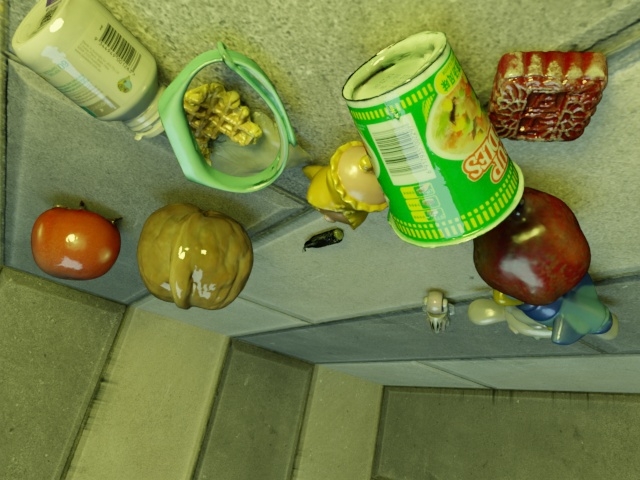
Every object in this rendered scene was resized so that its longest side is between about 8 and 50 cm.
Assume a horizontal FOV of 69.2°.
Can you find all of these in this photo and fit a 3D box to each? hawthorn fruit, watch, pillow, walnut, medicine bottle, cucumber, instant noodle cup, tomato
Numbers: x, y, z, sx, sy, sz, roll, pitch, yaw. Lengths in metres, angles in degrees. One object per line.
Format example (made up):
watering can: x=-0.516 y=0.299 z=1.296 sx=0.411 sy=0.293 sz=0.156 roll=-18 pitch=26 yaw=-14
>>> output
hawthorn fruit: x=0.378 y=-0.006 z=0.846 sx=0.208 sy=0.208 sz=0.248 roll=-1 pitch=142 yaw=29
watch: x=-0.145 y=-0.182 z=0.732 sx=0.195 sy=0.068 sz=0.237 roll=-17 pitch=127 yaw=-2
pillow: x=-0.143 y=-0.170 z=0.908 sx=0.230 sy=0.050 sz=0.148 roll=-10 pitch=147 yaw=41
walnut: x=-0.323 y=0.047 z=1.204 sx=0.296 sy=0.285 sz=0.285 roll=10 pitch=157 yaw=-6
medicine bottle: x=-0.321 y=-0.254 z=0.699 sx=0.135 sy=0.135 sz=0.215 roll=-2 pitch=152 yaw=30
cucumber: x=0.000 y=0.000 z=1.247 sx=0.039 sy=0.043 sz=0.163 roll=-24 pitch=-173 yaw=-39
instant noodle cup: x=0.141 y=-0.138 z=0.636 sx=0.207 sy=0.207 sz=0.232 roll=-7 pitch=134 yaw=38
tomato: x=-0.743 y=0.008 z=1.414 sx=0.256 sy=0.224 sz=0.256 roll=5 pitch=164 yaw=1

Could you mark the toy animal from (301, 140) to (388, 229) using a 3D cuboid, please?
toy animal: x=0.059 y=-0.106 z=0.861 sx=0.156 sy=0.156 sz=0.230 roll=22 pitch=166 yaw=-22

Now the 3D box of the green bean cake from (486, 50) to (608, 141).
green bean cake: x=0.302 y=-0.190 z=0.634 sx=0.136 sy=0.056 sz=0.135 roll=6 pitch=157 yaw=14

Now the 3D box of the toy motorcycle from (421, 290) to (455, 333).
toy motorcycle: x=0.385 y=0.250 z=1.527 sx=0.112 sy=0.112 sz=0.254 roll=3 pitch=154 yaw=20

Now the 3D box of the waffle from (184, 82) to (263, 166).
waffle: x=-0.197 y=-0.201 z=0.829 sx=0.194 sy=0.051 sz=0.149 roll=-7 pitch=128 yaw=30

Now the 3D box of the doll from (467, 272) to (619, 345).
doll: x=0.579 y=0.183 z=1.180 sx=0.376 sy=0.187 sz=0.365 roll=-14 pitch=158 yaw=13
